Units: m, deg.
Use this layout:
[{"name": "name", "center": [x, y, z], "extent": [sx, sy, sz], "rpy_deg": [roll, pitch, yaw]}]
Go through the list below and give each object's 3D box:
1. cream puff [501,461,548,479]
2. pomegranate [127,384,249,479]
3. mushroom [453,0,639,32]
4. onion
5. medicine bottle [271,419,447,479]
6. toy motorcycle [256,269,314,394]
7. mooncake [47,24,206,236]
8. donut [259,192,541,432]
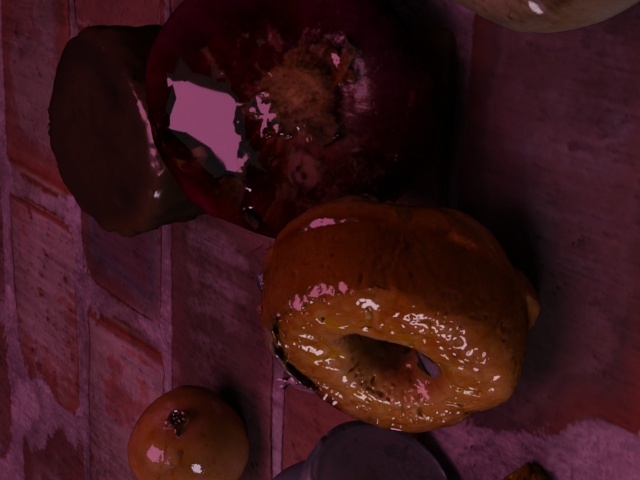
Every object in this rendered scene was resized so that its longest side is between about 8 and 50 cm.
[{"name": "cream puff", "center": [0.234, 0.305, 1.445], "extent": [0.083, 0.058, 0.083], "rpy_deg": [-11, 90, 56]}, {"name": "pomegranate", "center": [-0.208, 0.324, 1.940], "extent": [0.191, 0.191, 0.191], "rpy_deg": [21, 116, 49]}, {"name": "mushroom", "center": [0.195, -0.364, 1.126], "extent": [0.352, 0.260, 0.352], "rpy_deg": [11, 104, 51]}, {"name": "onion", "center": [-0.036, -0.165, 1.507], "extent": [0.385, 0.348, 0.347], "rpy_deg": [-117, 17, -86]}, {"name": "medicine bottle", "center": [0.027, 0.393, 1.602], "extent": [0.245, 0.245, 0.290], "rpy_deg": [58, 138, 25]}, {"name": "toy motorcycle", "center": [-0.021, 0.123, 1.713], "extent": [0.150, 0.102, 0.221], "rpy_deg": [-36, 72, 30]}, {"name": "mooncake", "center": [-0.265, -0.173, 1.875], "extent": [0.324, 0.187, 0.324], "rpy_deg": [23, 120, 47]}, {"name": "donut", "center": [0.085, 0.087, 1.381], "extent": [0.299, 0.317, 0.150], "rpy_deg": [108, 173, -53]}]
